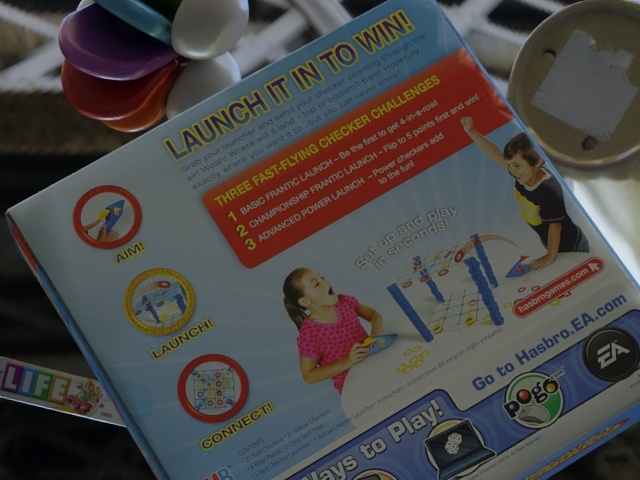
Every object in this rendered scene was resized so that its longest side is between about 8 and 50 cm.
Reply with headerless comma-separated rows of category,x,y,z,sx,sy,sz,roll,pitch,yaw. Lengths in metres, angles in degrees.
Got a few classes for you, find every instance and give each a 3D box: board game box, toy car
board game box,-0.210,0.095,1.248,0.154,0.103,0.026,19,-99,-36
toy car,-0.153,-0.165,1.487,0.136,0.159,0.182,-38,-26,-34
board game box,0.014,0.042,1.132,0.308,0.302,0.086,-29,-17,-11

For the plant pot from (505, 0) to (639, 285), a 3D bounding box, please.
plant pot,0.243,-0.084,1.410,0.256,0.256,0.274,-45,-23,10
